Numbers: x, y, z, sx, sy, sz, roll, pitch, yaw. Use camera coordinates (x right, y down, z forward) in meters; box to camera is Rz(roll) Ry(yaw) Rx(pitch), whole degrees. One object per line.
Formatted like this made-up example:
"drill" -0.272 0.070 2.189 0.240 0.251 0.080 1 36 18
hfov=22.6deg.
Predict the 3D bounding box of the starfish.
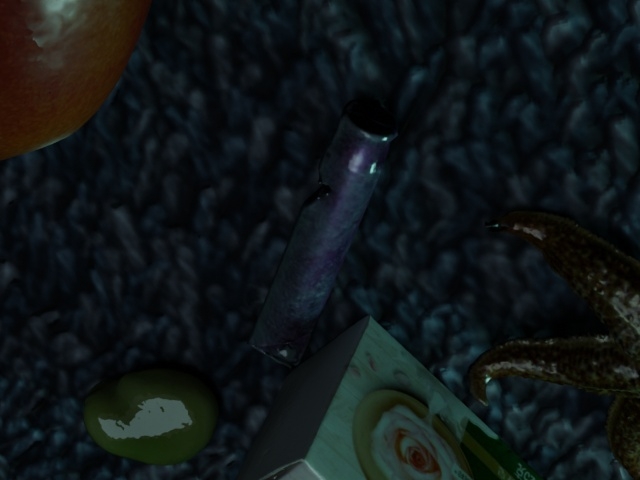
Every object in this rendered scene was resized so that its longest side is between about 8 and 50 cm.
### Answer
"starfish" 0.186 0.057 0.819 0.238 0.057 0.213 23 133 6

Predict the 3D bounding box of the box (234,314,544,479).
"box" 0.053 0.157 0.881 0.199 0.135 0.081 42 125 -10

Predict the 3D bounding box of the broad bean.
"broad bean" -0.101 0.106 0.962 0.083 0.045 0.063 -3 109 12

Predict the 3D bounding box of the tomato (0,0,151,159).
"tomato" -0.197 -0.173 0.704 0.298 0.226 0.299 11 132 12

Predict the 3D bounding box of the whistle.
"whistle" 0.000 0.000 0.863 0.033 0.033 0.176 25 125 3
